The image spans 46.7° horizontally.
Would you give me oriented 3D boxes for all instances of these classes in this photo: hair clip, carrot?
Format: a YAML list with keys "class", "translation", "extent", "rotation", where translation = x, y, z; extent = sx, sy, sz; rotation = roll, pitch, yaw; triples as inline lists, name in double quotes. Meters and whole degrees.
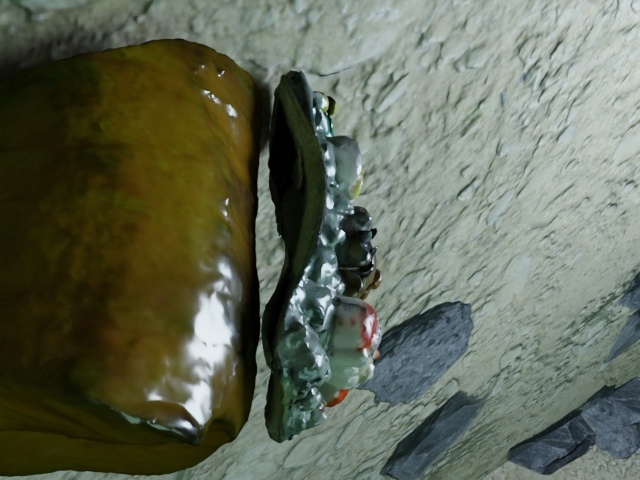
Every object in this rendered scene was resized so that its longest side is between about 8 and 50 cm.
- class: "hair clip"
  translation: [0.002, -0.001, 0.578]
  extent: [0.091, 0.321, 0.138]
  rotation: [3, 138, -4]
- class: "carrot"
  translation: [-0.158, 0.013, 0.522]
  extent: [0.242, 0.340, 0.241]
  rotation: [-3, 141, -3]
